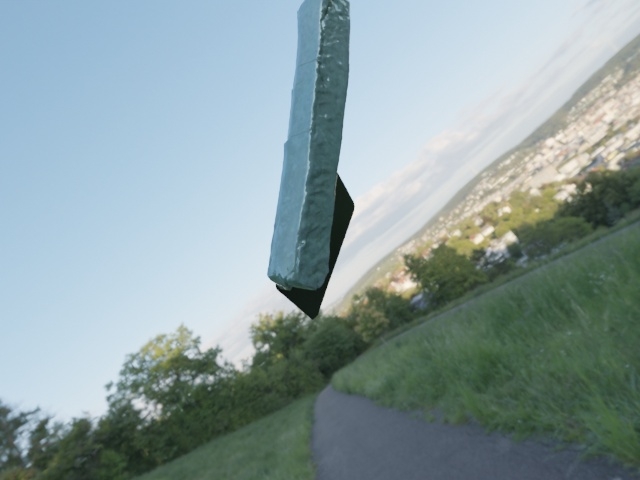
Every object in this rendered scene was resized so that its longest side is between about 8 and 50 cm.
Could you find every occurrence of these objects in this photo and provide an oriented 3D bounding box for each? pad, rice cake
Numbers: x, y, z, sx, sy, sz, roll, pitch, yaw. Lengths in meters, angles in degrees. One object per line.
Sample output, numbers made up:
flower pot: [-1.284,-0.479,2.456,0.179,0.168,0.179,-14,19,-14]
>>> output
pad: [0.000,0.000,0.497,0.112,0.003,0.157,53,-128,-55]
rice cake: [-0.007,-0.081,0.367,0.042,0.245,0.045,11,-7,-36]
